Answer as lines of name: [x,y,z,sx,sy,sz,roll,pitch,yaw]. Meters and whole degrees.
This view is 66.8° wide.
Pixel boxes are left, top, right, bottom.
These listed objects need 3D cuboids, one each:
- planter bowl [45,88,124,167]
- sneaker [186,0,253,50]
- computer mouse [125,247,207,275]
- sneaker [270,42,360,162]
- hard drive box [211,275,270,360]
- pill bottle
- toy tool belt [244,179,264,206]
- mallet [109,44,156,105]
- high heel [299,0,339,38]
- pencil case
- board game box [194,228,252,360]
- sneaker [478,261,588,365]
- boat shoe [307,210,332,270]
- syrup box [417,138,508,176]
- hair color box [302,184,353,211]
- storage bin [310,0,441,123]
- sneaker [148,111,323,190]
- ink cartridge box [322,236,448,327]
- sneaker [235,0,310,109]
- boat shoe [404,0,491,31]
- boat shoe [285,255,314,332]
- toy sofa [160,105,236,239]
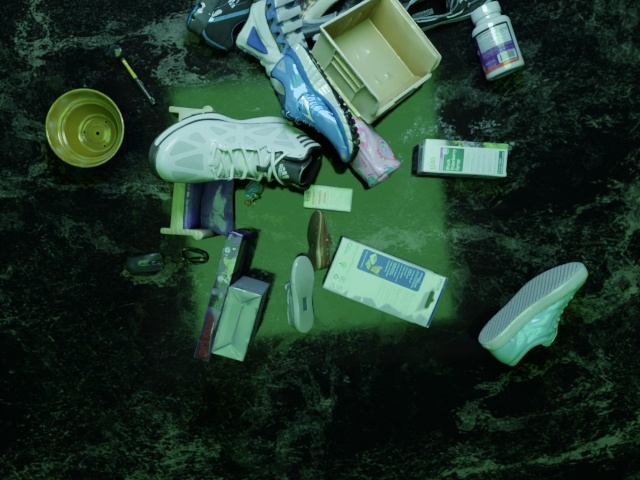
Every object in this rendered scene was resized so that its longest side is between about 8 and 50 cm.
planter bowl: [-0.653,-0.313,1.386,0.218,0.090,0.216,0,93,0]
sneaker: [-0.238,-0.701,1.375,0.140,0.125,0.340,34,90,-29]
computer mouse: [-0.457,0.062,1.432,0.242,0.041,0.071,-9,92,-1]
sneaker: [-0.015,-0.339,1.272,0.147,0.130,0.329,-33,89,17]
hard drive box: [-0.216,0.207,1.346,0.089,0.232,0.180,16,93,-2]
pill bottle: [0.495,-0.565,1.375,0.108,0.108,0.193,-20,93,0]
toy tool belt: [-0.200,-0.138,1.418,0.052,0.051,0.083,32,93,-2]
mallet: [-0.539,-0.478,1.411,0.039,0.062,0.189,-33,108,2]
high heel: [-0.021,-0.696,1.389,0.186,0.093,0.261,-2,70,28]
pencil case: [0.102,-0.287,1.378,0.124,0.124,0.284,-38,93,1]
board game box: [-0.267,0.140,1.355,0.056,0.208,0.346,16,92,2]
sneaker: [0.642,0.220,1.416,0.366,0.135,0.150,-43,100,10]
boat shoe: [0.000,0.000,1.428,0.060,0.064,0.177,-3,97,-34]
syrup box: [0.404,-0.233,1.398,0.237,0.096,0.093,3,93,-2]
hair color box: [0.021,-0.124,1.426,0.141,0.043,0.071,6,93,-2]
storage bin: [0.151,-0.496,1.319,0.262,0.123,0.260,-40,92,-25]
sneaker: [-0.175,-0.214,1.210,0.448,0.258,0.169,-20,126,-39]
ink cartridge box: [0.188,0.122,1.431,0.333,0.065,0.165,22,92,0]
sneaker: [-0.131,-0.529,1.368,0.182,0.127,0.315,10,123,36]
boat shoe: [0.369,-0.682,1.370,0.302,0.102,0.108,-19,93,1]
boat shoe: [-0.070,0.156,1.419,0.079,0.081,0.227,-8,100,-44]
toy sofa: [-0.331,-0.185,1.366,0.177,0.150,0.362,5,93,0]
